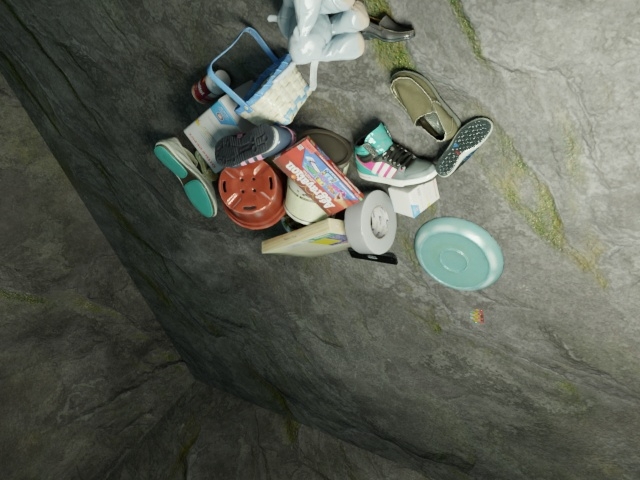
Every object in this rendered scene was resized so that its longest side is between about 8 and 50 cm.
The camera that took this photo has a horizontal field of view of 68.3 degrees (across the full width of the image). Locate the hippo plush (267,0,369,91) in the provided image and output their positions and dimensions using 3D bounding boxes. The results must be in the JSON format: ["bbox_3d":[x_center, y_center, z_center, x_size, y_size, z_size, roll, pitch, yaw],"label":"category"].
[{"bbox_3d":[-0.012,-0.596,1.310,0.236,0.235,0.294,-114,36,-47],"label":"hippo plush"}]

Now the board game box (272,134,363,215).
[{"bbox_3d":[-0.004,-0.196,1.492,0.145,0.027,0.281,-24,128,34],"label":"board game box"}]

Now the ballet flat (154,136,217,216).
[{"bbox_3d":[-0.564,-0.291,2.092,0.139,0.139,0.400,-10,123,45],"label":"ballet flat"}]

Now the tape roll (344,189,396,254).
[{"bbox_3d":[0.174,-0.062,1.615,0.072,0.219,0.219,-1,125,41],"label":"tape roll"}]

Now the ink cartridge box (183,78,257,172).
[{"bbox_3d":[-0.317,-0.409,1.718,0.270,0.197,0.198,-18,113,46],"label":"ink cartridge box"}]

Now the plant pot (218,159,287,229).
[{"bbox_3d":[-0.250,-0.183,1.731,0.272,0.272,0.265,42,177,0],"label":"plant pot"}]

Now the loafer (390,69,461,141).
[{"bbox_3d":[0.292,-0.376,1.330,0.251,0.087,0.094,42,141,-1],"label":"loafer"}]

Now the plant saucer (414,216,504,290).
[{"bbox_3d":[0.466,0.060,1.629,0.318,0.043,0.317,22,137,22],"label":"plant saucer"}]

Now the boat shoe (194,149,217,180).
[{"bbox_3d":[-0.490,-0.330,2.051,0.048,0.056,0.153,-5,115,48],"label":"boat shoe"}]

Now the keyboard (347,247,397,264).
[{"bbox_3d":[0.204,0.047,1.827,0.192,0.038,0.100,8,154,19],"label":"keyboard"}]

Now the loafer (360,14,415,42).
[{"bbox_3d":[0.175,-0.573,1.270,0.170,0.062,0.061,16,130,26],"label":"loafer"}]

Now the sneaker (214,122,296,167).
[{"bbox_3d":[-0.213,-0.298,1.529,0.319,0.131,0.112,-2,96,43],"label":"sneaker"}]

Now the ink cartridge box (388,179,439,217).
[{"bbox_3d":[0.303,-0.154,1.497,0.090,0.143,0.092,23,141,49],"label":"ink cartridge box"}]

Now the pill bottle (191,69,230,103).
[{"bbox_3d":[-0.400,-0.566,1.730,0.152,0.086,0.086,-12,118,44],"label":"pill bottle"}]

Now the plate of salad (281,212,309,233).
[{"bbox_3d":[-0.091,-0.060,1.973,0.200,0.048,0.199,23,138,22],"label":"plate of salad"}]

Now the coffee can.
[{"bbox_3d":[-0.016,-0.216,1.643,0.202,0.201,0.275,30,140,14],"label":"coffee can"}]

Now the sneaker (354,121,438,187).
[{"bbox_3d":[0.218,-0.274,1.458,0.296,0.123,0.178,12,141,41],"label":"sneaker"}]

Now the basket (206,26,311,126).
[{"bbox_3d":[-0.192,-0.498,1.489,0.201,0.254,0.289,-10,130,47],"label":"basket"}]

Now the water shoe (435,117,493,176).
[{"bbox_3d":[0.409,-0.269,1.352,0.073,0.080,0.203,49,117,12],"label":"water shoe"}]

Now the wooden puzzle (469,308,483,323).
[{"bbox_3d":[0.585,0.286,1.765,0.049,0.006,0.083,10,131,33],"label":"wooden puzzle"}]

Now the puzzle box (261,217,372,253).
[{"bbox_3d":[0.000,0.000,1.810,0.409,0.272,0.052,-16,72,46],"label":"puzzle box"}]
